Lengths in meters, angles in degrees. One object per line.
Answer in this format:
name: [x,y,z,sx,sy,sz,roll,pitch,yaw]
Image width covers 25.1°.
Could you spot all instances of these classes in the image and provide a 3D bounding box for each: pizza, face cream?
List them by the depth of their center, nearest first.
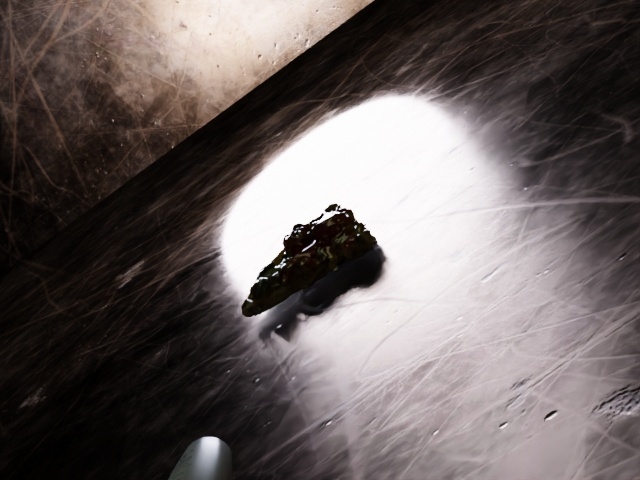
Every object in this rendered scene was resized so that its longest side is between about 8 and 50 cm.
face cream: [-0.111,0.228,1.229,0.072,0.051,0.182,-35,12,15]
pizza: [0.000,0.000,1.701,0.193,0.053,0.201,-23,19,46]
